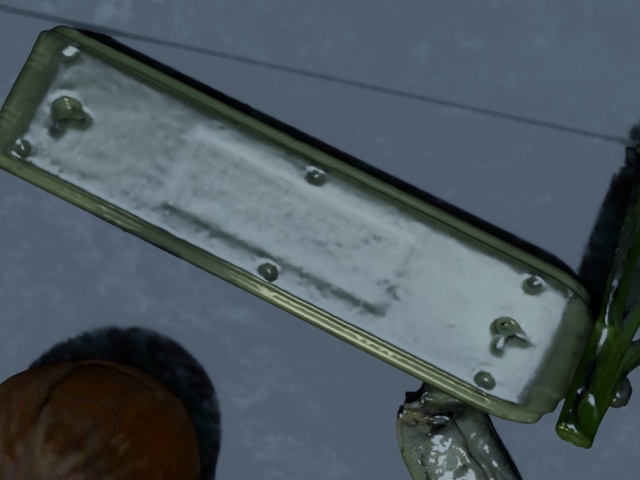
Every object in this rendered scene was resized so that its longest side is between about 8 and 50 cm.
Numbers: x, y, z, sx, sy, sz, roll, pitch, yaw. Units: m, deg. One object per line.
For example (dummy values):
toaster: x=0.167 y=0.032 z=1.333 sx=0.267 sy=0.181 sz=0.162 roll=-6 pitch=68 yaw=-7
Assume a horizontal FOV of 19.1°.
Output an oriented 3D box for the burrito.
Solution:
burrito: x=0.095 y=0.167 z=1.088 sx=0.058 sy=0.045 sz=0.188 roll=-24 pitch=91 yaw=-21

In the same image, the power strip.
power strip: x=0.000 y=0.000 z=1.070 sx=0.388 sy=0.066 sz=0.092 roll=27 pitch=89 yaw=3

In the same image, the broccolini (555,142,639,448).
broccolini: x=0.173 y=0.017 z=1.039 sx=0.091 sy=0.068 sz=0.202 roll=45 pitch=76 yaw=-31

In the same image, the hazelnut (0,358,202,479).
hazelnut: x=-0.133 y=0.140 z=1.050 sx=0.150 sy=0.150 sz=0.150 roll=0 pitch=95 yaw=4
